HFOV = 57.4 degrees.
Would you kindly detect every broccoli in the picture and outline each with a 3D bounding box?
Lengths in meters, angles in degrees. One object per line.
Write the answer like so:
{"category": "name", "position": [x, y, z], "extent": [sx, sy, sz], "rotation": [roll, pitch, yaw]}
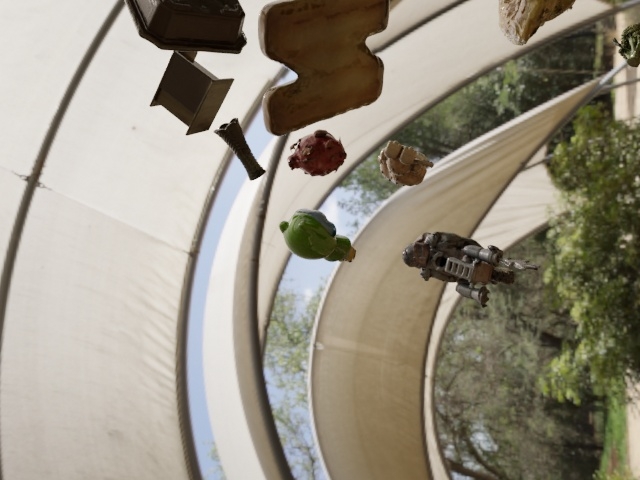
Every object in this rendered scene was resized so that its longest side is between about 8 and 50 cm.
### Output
{"category": "broccoli", "position": [0.854, -0.515, 1.550], "extent": [0.131, 0.130, 0.120], "rotation": [36, -104, -17]}

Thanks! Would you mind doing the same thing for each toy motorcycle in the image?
{"category": "toy motorcycle", "position": [0.328, 0.057, 1.327], "extent": [0.207, 0.401, 0.134], "rotation": [8, -80, -32]}

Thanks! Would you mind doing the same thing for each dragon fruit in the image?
{"category": "dragon fruit", "position": [-0.011, -0.243, 1.638], "extent": [0.133, 0.166, 0.136], "rotation": [-98, -9, -46]}

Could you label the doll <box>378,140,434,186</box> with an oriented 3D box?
{"category": "doll", "position": [0.245, -0.227, 1.713], "extent": [0.278, 0.154, 0.119], "rotation": [15, -81, -87]}

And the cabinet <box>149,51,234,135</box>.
{"category": "cabinet", "position": [-0.430, -0.497, 1.966], "extent": [0.215, 0.175, 0.148], "rotation": [-56, -8, 26]}

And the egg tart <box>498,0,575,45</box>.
{"category": "egg tart", "position": [0.454, -0.563, 1.171], "extent": [0.341, 0.132, 0.341], "rotation": [6, -90, -89]}

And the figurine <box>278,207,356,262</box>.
{"category": "figurine", "position": [0.000, 0.000, 1.726], "extent": [0.263, 0.162, 0.143], "rotation": [31, -105, -43]}

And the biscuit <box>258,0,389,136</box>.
{"category": "biscuit", "position": [0.010, -0.329, 1.055], "extent": [0.291, 0.062, 0.236], "rotation": [-29, -45, -32]}

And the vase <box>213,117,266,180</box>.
{"category": "vase", "position": [-0.303, -0.346, 2.257], "extent": [0.237, 0.115, 0.115], "rotation": [59, -147, -22]}

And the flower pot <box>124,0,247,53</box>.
{"category": "flower pot", "position": [-0.267, -0.488, 1.227], "extent": [0.251, 0.084, 0.178], "rotation": [-10, -116, -36]}
